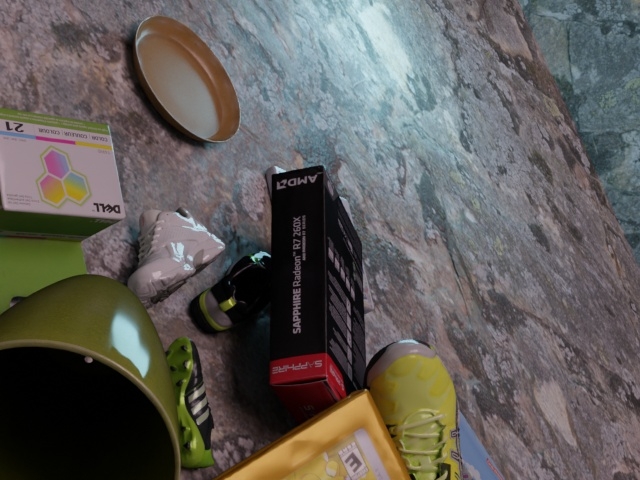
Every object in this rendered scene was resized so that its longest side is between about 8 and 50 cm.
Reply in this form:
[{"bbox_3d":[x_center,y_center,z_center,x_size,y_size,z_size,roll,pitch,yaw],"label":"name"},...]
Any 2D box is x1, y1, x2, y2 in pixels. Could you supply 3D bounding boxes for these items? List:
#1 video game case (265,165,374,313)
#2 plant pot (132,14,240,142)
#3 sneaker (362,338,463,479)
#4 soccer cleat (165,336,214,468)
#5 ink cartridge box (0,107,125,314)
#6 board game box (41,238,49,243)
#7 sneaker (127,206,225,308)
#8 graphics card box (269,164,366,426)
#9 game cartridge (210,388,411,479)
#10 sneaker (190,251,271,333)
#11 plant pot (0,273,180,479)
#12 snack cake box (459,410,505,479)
[{"bbox_3d":[0.000,0.000,2.220,0.206,0.026,0.227,23,45,-47],"label":"video game case"},{"bbox_3d":[-0.221,-0.254,2.105,0.236,0.032,0.236,38,34,-33],"label":"plant pot"},{"bbox_3d":[0.155,0.319,1.873,0.147,0.145,0.385,-126,-157,-63],"label":"sneaker"},{"bbox_3d":[-0.174,0.217,1.727,0.072,0.060,0.179,34,43,-53],"label":"soccer cleat"},{"bbox_3d":[-0.335,-0.018,1.597,0.188,0.097,0.255,4,67,-49],"label":"ink cartridge box"},{"bbox_3d":[-0.378,-0.074,1.699,0.103,0.026,0.154,44,32,-24],"label":"board game box"},{"bbox_3d":[-0.224,0.016,1.813,0.115,0.090,0.232,51,20,-2],"label":"sneaker"},{"bbox_3d":[-0.001,0.101,1.947,0.233,0.094,0.371,61,24,-53],"label":"graphics card box"},{"bbox_3d":[0.024,0.401,1.718,0.285,0.052,0.324,-28,91,-33],"label":"game cartridge"},{"bbox_3d":[-0.100,0.071,1.925,0.084,0.097,0.235,56,29,-6],"label":"sneaker"},{"bbox_3d":[-0.276,0.159,1.442,0.275,0.274,0.293,48,17,-19],"label":"plant pot"},{"bbox_3d":[0.155,0.323,2.033,0.264,0.152,0.089,56,29,-5],"label":"snack cake box"}]
